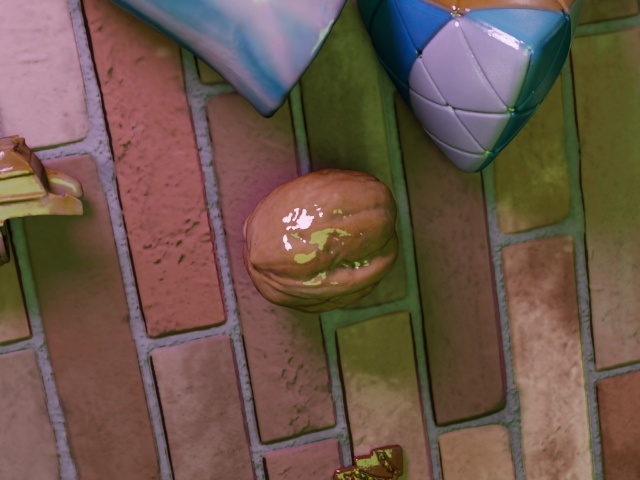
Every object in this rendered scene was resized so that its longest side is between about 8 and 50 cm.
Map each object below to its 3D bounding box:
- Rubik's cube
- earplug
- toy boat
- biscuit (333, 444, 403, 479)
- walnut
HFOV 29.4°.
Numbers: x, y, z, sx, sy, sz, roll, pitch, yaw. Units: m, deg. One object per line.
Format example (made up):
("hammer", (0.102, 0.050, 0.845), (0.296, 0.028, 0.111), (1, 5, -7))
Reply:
("Rubik's cube", (0.179, -0.189, 1.233), (0.255, 0.254, 0.254), (-4, 105, -13))
("earplug", (-0.144, -0.267, 1.108), (0.324, 0.185, 0.185), (27, 96, -13))
("toy boat", (-0.378, -0.018, 1.148), (0.310, 0.089, 0.115), (-14, 110, -11))
("biscuit", (0.062, 0.268, 1.375), (0.092, 0.016, 0.082), (-45, 110, 2))
("walnut", (0.000, 0.000, 1.226), (0.167, 0.149, 0.166), (-23, 141, -21))
